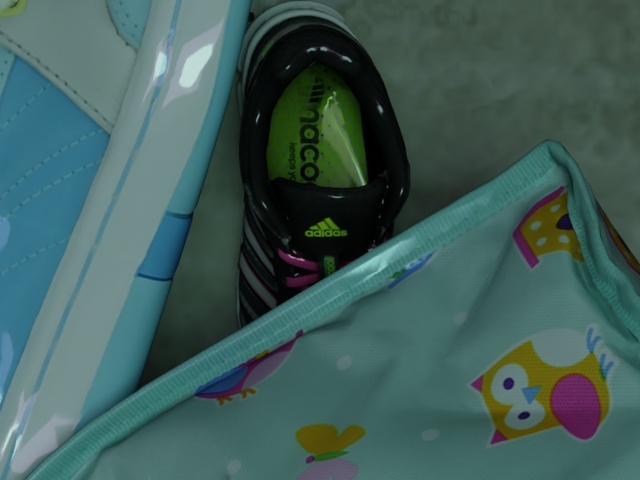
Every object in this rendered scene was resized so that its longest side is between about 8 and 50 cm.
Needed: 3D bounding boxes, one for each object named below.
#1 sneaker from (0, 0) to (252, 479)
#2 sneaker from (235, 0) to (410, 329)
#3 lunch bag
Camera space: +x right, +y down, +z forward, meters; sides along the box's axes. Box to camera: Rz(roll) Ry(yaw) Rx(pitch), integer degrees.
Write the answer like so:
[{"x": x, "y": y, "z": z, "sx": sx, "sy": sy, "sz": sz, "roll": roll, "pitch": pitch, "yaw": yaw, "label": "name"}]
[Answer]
[{"x": -0.142, "y": -0.039, "z": 0.521, "sx": 0.208, "sy": 0.127, "sz": 0.319, "roll": 18, "pitch": 92, "yaw": -7, "label": "sneaker"}, {"x": 0.000, "y": 0.000, "z": 0.559, "sx": 0.063, "sy": 0.075, "sz": 0.170, "roll": -5, "pitch": 95, "yaw": -4, "label": "sneaker"}, {"x": 0.028, "y": 0.134, "z": 0.500, "sx": 0.262, "sy": 0.160, "sz": 0.223, "roll": -34, "pitch": 136, "yaw": 5, "label": "lunch bag"}]
